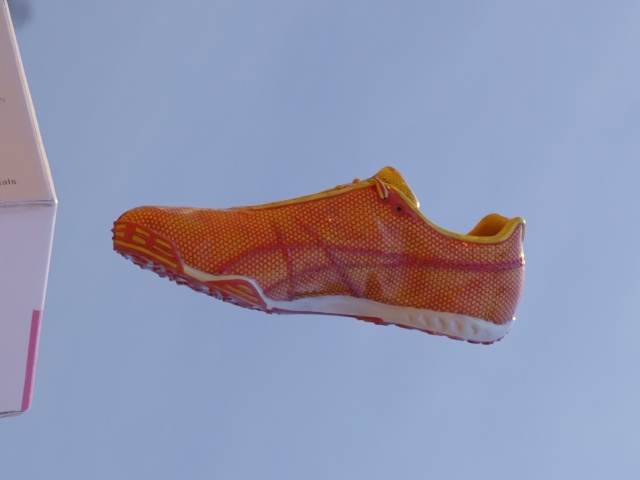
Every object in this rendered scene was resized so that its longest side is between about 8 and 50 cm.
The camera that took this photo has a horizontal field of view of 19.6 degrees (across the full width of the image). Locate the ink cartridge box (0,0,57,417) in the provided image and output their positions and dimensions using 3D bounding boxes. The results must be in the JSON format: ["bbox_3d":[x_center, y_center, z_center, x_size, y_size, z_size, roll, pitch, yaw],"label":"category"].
[{"bbox_3d":[-0.246,-0.059,1.119,0.207,0.117,0.283,106,-28,-49],"label":"ink cartridge box"}]

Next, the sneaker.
[{"bbox_3d":[0.000,0.000,0.751,0.064,0.175,0.067,-170,-92,-68],"label":"sneaker"}]
